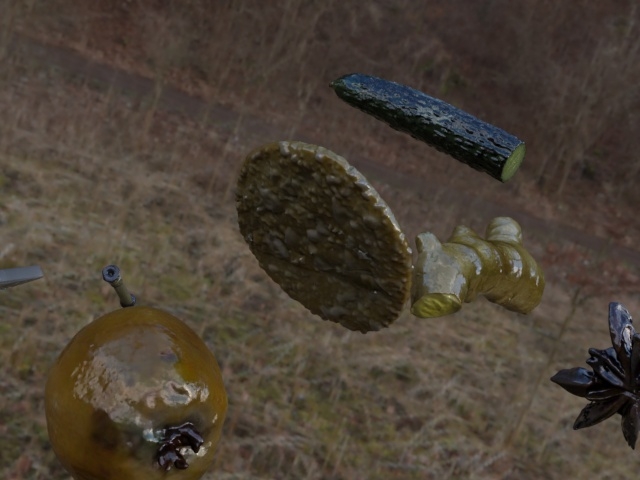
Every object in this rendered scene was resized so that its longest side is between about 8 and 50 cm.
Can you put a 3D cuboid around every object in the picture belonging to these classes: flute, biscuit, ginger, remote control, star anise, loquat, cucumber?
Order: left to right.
[{"bbox_3d":[-0.435,0.055,1.281,0.077,0.022,0.245,-18,1,2],"label":"remote control"},{"bbox_3d":[-0.296,0.081,1.450,0.027,0.027,0.233,20,-18,4],"label":"flute"},{"bbox_3d":[-0.187,0.166,0.980,0.176,0.187,0.234,0,21,-27],"label":"loquat"},{"bbox_3d":[0.001,-0.001,0.920,0.219,0.220,0.033,24,48,30],"label":"biscuit"},{"bbox_3d":[0.139,-0.168,1.319,0.293,0.068,0.067,29,10,21],"label":"cucumber"},{"bbox_3d":[0.169,0.036,1.023,0.299,0.065,0.118,-7,70,-61],"label":"ginger"},{"bbox_3d":[0.528,0.236,1.627,0.212,0.283,0.129,34,27,2],"label":"star anise"}]
